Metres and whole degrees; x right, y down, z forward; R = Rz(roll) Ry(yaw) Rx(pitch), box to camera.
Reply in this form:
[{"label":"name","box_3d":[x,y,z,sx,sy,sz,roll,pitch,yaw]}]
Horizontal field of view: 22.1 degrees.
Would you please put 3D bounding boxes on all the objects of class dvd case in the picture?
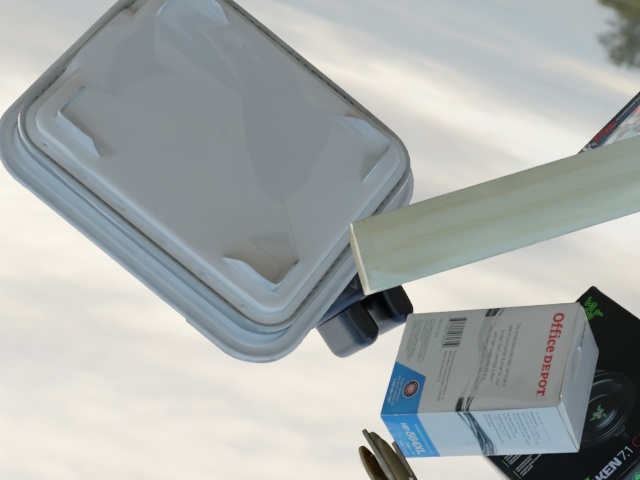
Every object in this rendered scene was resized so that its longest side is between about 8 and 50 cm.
[{"label":"dvd case","box_3d":[0.329,-0.125,1.748,0.013,0.119,0.087,51,-154,19]}]

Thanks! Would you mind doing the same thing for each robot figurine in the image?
[{"label":"robot figurine","box_3d":[-0.001,0.000,1.984,0.278,0.173,0.209,59,-157,2]}]

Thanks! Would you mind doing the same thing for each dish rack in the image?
[{"label":"dish rack","box_3d":[-0.089,-0.084,1.467,0.333,0.285,0.072,39,150,1]}]

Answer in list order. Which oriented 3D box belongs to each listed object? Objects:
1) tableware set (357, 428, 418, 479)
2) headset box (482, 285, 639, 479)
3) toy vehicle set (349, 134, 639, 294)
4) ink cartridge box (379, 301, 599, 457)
[{"label":"tableware set","box_3d":[0.083,0.259,1.446,0.194,0.039,0.128,59,-173,19]},{"label":"headset box","box_3d":[0.324,0.216,1.895,0.131,0.246,0.283,48,178,-33]},{"label":"toy vehicle set","box_3d":[0.146,-0.027,0.870,0.266,0.035,0.166,-17,177,1]},{"label":"ink cartridge box","box_3d":[0.183,0.151,1.757,0.203,0.086,0.148,-4,-136,26]}]
